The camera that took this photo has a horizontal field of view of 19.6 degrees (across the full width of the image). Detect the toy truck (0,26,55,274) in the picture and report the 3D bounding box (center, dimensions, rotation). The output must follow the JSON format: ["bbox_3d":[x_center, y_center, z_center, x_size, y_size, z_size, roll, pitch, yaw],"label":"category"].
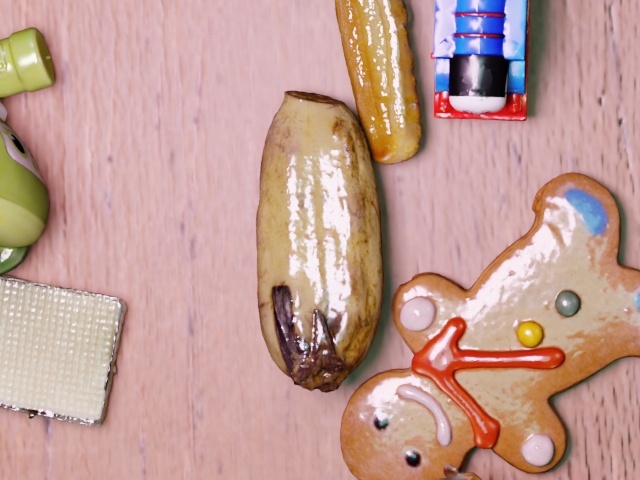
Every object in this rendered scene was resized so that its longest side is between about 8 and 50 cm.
[{"bbox_3d":[-0.326,-0.082,1.599,0.187,0.148,0.211,-2,73,11],"label":"toy truck"}]

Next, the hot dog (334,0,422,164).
[{"bbox_3d":[0.052,-0.173,1.583,0.066,0.047,0.216,-12,92,45],"label":"hot dog"}]

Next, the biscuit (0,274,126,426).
[{"bbox_3d":[-0.278,0.090,1.648,0.199,0.040,0.121,11,93,5],"label":"biscuit"}]

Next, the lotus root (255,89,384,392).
[{"bbox_3d":[0.000,0.000,1.579,0.110,0.097,0.258,0,87,5],"label":"lotus root"}]

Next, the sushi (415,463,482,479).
[{"bbox_3d":[0.140,0.387,1.543,0.417,0.176,0.417,1,94,7],"label":"sushi"}]

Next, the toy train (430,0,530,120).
[{"bbox_3d":[0.133,-0.201,1.527,0.082,0.131,0.204,2,94,7],"label":"toy train"}]

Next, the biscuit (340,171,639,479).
[{"bbox_3d":[0.152,0.105,1.591,0.324,0.049,0.205,-35,90,10],"label":"biscuit"}]
